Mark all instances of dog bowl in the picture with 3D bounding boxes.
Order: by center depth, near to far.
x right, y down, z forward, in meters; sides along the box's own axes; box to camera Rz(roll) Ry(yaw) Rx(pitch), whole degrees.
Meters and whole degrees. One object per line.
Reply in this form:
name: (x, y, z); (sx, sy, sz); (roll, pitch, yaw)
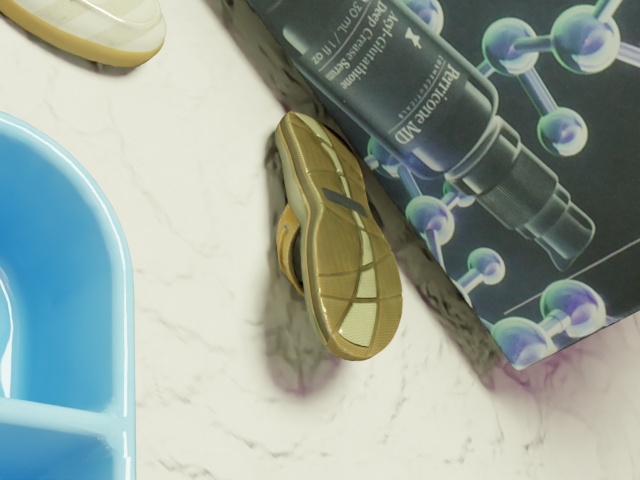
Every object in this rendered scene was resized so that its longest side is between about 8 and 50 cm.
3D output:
dog bowl: (-0.149, 0.074, 0.451); (0.166, 0.074, 0.297); (17, 54, -35)

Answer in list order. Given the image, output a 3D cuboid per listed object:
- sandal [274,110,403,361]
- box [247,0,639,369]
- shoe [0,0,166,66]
sandal: (0.000, 0.000, 0.661); (0.072, 0.049, 0.180); (25, 35, -37)
box: (0.147, -0.176, 0.704); (0.395, 0.293, 0.212); (53, 35, -3)
shoe: (-0.163, -0.175, 0.603); (0.219, 0.058, 0.076); (40, 44, -18)
